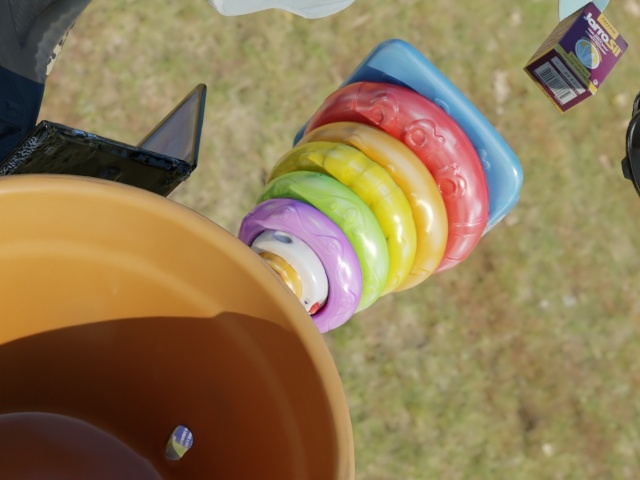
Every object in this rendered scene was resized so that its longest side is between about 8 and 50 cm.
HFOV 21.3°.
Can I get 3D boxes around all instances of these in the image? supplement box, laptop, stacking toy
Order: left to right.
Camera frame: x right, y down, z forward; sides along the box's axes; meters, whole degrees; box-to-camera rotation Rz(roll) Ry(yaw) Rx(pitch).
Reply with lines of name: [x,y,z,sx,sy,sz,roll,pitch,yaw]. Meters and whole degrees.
laptop: [-0.227,-0.040,1.399,0.264,0.234,0.136,15,39,-52]
stacking toy: [0.000,0.000,1.239,0.166,0.175,0.302,48,45,2]
supplement box: [0.219,-0.156,1.451,0.055,0.043,0.083,47,48,-9]

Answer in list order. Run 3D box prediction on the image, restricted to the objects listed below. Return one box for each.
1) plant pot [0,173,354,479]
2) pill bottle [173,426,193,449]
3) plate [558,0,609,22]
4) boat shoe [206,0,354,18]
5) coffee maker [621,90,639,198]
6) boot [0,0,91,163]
plant pot: [-0.145,0.141,0.878,0.291,0.203,0.291,6,60,-10]
pill bottle: [-0.133,0.168,1.980,0.265,0.153,0.153,29,29,4]
plate: [0.260,-0.274,1.583,0.188,0.024,0.188,15,90,-70]
boat shoe: [-0.044,-0.285,1.774,0.226,0.083,0.076,-8,46,-49]
coffee maker: [0.300,-0.082,1.202,0.120,0.171,0.178,53,13,1]
boot: [-0.310,-0.168,1.452,0.138,0.284,0.377,23,70,-27]
